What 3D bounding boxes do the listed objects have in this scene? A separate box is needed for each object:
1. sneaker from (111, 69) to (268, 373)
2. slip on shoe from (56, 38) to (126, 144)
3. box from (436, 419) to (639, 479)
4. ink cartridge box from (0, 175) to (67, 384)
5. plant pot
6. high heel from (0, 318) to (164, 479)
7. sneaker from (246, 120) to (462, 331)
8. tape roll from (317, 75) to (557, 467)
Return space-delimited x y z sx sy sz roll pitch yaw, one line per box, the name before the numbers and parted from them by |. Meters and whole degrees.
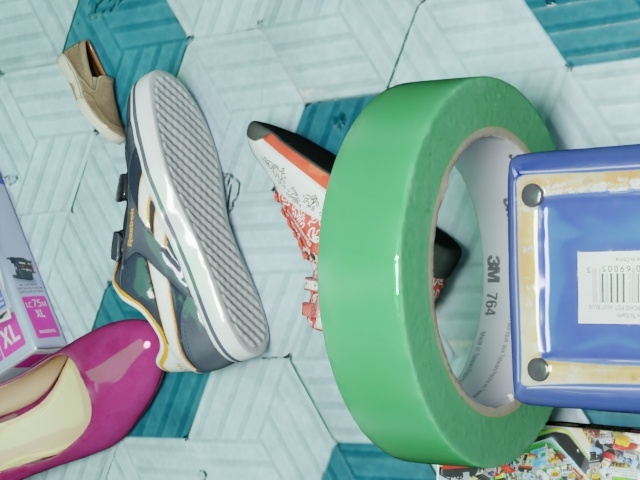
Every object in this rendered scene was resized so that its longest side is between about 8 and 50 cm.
sneaker | -0.165 -0.014 1.464 0.127 0.126 0.321 -21 79 26
slip on shoe | -0.251 -0.169 1.573 0.041 0.051 0.135 -39 63 15
box | 0.204 0.221 1.268 0.207 0.036 0.114 0 90 34
ink cartridge box | -0.436 0.033 1.687 0.185 0.065 0.311 -33 70 29
plant pot | 0.278 0.031 1.116 0.236 0.212 0.236 -1 88 34
high heel | -0.335 0.204 1.542 0.377 0.181 0.127 -41 68 27
sneaker | 0.000 0.000 1.375 0.270 0.090 0.145 36 106 26
tape roll | 0.116 0.026 1.158 0.077 0.321 0.321 0 89 34
